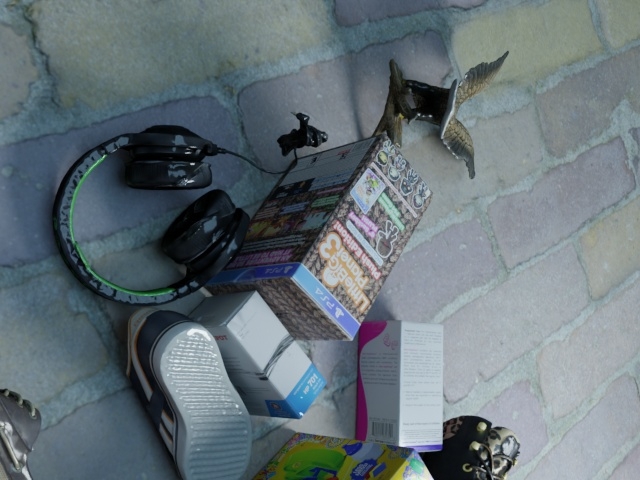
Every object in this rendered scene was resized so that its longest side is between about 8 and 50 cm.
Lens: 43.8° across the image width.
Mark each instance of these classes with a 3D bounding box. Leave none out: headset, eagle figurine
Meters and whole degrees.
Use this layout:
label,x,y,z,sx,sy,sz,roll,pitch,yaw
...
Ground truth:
label,x,y,z,sx,sy,sz,roll,pitch,yaw
headset,-0.178,-0.064,1.134,0.394,0.185,0.243,-31,105,-25
eagle figurine,0.241,-0.251,1.496,0.298,0.226,0.225,3,62,-33

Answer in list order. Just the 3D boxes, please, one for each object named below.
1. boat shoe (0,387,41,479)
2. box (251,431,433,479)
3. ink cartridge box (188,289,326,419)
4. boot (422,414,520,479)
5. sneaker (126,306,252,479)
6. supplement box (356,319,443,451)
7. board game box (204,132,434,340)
label,x,y,z,sx,sy,sz,roll,pitch,yaw
boat shoe,-0.416,0.237,0.958,0.130,0.132,0.355,-22,107,-48
box,-0.002,0.450,1.148,0.290,0.279,0.177,-41,109,-35
ink cartridge box,-0.103,0.173,1.191,0.082,0.139,0.191,-48,113,-34
boot,0.257,0.428,1.311,0.138,0.377,0.284,48,52,-13
sneaker,-0.188,0.227,1.140,0.126,0.127,0.321,-29,127,-31
supplement box,0.139,0.253,1.394,0.114,0.111,0.220,8,80,-38
board game box,0.000,0.000,1.238,0.141,0.232,0.291,47,59,-24
